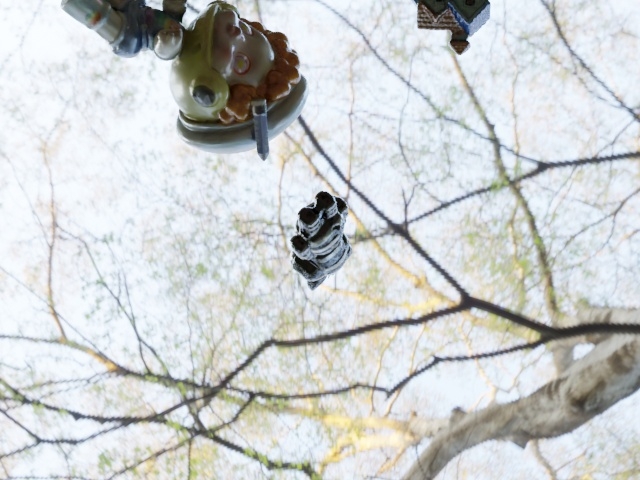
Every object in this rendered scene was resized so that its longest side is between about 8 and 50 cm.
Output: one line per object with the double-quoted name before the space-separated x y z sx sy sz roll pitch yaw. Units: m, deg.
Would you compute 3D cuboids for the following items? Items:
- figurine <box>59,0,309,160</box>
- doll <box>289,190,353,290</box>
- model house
"figurine" -0.202 -0.281 1.377 0.382 0.205 0.224 39 -141 -19
"doll" 0.000 0.000 1.210 0.067 0.219 0.091 38 -105 19
"model house" 0.213 -0.377 1.498 0.148 0.119 0.148 4 -90 6
